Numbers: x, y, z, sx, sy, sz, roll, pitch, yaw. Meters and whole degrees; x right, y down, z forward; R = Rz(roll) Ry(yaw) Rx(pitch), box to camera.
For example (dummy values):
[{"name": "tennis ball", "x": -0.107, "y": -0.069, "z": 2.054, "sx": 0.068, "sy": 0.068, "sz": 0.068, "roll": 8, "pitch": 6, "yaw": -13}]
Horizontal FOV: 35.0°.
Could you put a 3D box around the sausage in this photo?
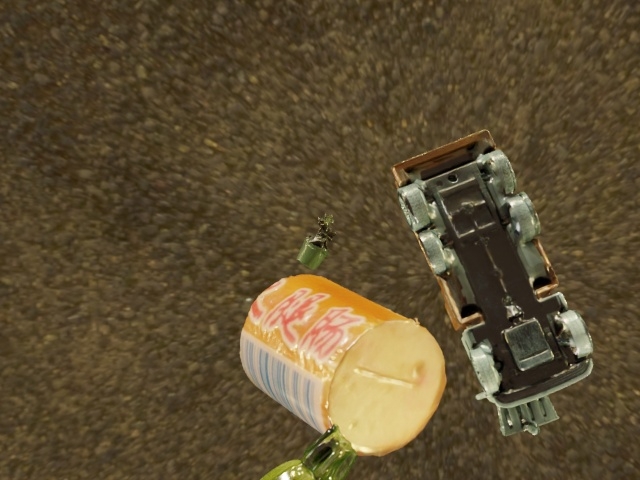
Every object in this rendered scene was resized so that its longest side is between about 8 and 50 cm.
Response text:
[{"name": "sausage", "x": 0.028, "y": 0.197, "z": 1.660, "sx": 0.233, "sy": 0.287, "sz": 0.233, "roll": -9, "pitch": 107, "yaw": -30}]

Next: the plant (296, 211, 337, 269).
[{"name": "plant", "x": 0.000, "y": 0.000, "z": 1.802, "sx": 0.051, "sy": 0.051, "sz": 0.102, "roll": 31, "pitch": 98, "yaw": 7}]

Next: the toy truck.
[{"name": "toy truck", "x": 0.201, "y": 0.060, "z": 1.187, "sx": 0.133, "sy": 0.184, "sz": 0.338, "roll": -22, "pitch": 78, "yaw": -2}]

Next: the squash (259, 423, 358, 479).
[{"name": "squash", "x": -0.059, "y": 0.228, "z": 0.672, "sx": 0.066, "sy": 0.066, "sz": 0.252, "roll": 38, "pitch": 108, "yaw": 7}]
